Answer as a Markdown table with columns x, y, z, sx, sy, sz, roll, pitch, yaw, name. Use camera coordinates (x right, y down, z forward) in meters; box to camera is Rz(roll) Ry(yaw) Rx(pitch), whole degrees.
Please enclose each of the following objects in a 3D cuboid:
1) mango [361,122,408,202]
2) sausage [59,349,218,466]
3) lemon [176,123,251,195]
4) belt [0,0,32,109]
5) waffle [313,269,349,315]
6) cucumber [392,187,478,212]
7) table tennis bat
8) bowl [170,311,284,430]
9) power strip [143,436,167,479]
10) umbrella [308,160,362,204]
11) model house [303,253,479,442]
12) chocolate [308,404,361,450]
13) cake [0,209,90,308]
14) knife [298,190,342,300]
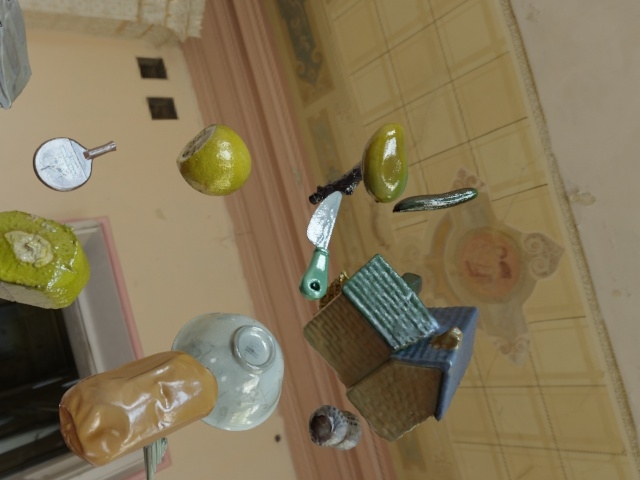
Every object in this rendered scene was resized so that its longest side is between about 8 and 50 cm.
| x | y | z | sx | sy | sz | roll | pitch | yaw | name |
| --- | --- | --- | --- | --- | --- | --- | --- | --- | --- |
| 0.153 | -0.184 | 1.335 | 0.085 | 0.122 | 0.191 | -165 | -113 | -66 | mango |
| -0.272 | 0.250 | 0.857 | 0.120 | 0.241 | 0.136 | -47 | -117 | 42 | sausage |
| -0.344 | -0.256 | 1.867 | 0.240 | 0.240 | 0.219 | -3 | -41 | 48 | lemon |
| -0.541 | -0.305 | 0.858 | 0.230 | 0.139 | 0.126 | 114 | -24 | -43 | belt |
| 0.080 | 0.244 | 1.970 | 0.243 | 0.059 | 0.238 | -57 | -137 | 23 | waffle |
| 0.345 | -0.117 | 1.632 | 0.056 | 0.284 | 0.056 | 169 | -90 | -74 | cucumber |
| -0.526 | -0.162 | 1.158 | 0.119 | 0.170 | 0.107 | -2 | -66 | 49 | table tennis bat |
| -0.193 | 0.286 | 1.352 | 0.146 | 0.313 | 0.313 | -43 | -112 | 38 | bowl |
| -0.456 | 0.550 | 1.527 | 0.198 | 0.064 | 0.213 | -120 | -146 | -55 | power strip |
| 0.060 | -0.169 | 1.767 | 0.224 | 0.080 | 0.071 | -26 | -64 | 27 | umbrella |
| 0.209 | 0.235 | 1.429 | 0.382 | 0.334 | 0.342 | 46 | -55 | 6 | model house |
| 0.040 | 0.490 | 1.440 | 0.110 | 0.248 | 0.110 | -9 | -113 | 21 | chocolate |
| -0.654 | 0.041 | 1.248 | 0.156 | 0.260 | 0.179 | 104 | -2 | -62 | cake |
| -0.001 | 0.000 | 1.116 | 0.034 | 0.063 | 0.260 | 131 | -26 | -55 | knife |
